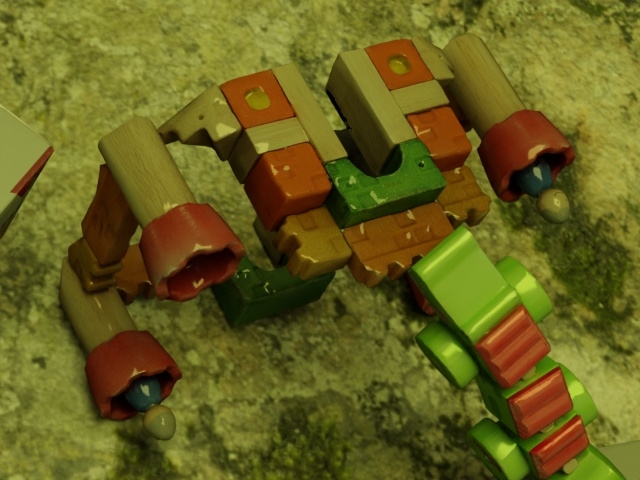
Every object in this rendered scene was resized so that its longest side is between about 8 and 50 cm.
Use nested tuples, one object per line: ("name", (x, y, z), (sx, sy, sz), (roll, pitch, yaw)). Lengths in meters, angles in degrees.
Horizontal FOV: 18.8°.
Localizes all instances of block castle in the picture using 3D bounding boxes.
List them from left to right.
("block castle", (0.000, 0.000, 1.810), (0.453, 0.303, 0.213), (-16, 64, -30))

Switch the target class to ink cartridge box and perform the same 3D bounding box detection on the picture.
("ink cartridge box", (-0.347, -0.041, 1.755), (0.127, 0.176, 0.128), (37, 55, -4))

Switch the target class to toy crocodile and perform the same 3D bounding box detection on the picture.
("toy crocodile", (0.179, 0.126, 1.735), (0.115, 0.105, 0.340), (-36, 123, -11))

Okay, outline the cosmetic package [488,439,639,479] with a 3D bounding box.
("cosmetic package", (0.279, 0.274, 1.899), (0.238, 0.107, 0.127), (-6, 66, -23))
